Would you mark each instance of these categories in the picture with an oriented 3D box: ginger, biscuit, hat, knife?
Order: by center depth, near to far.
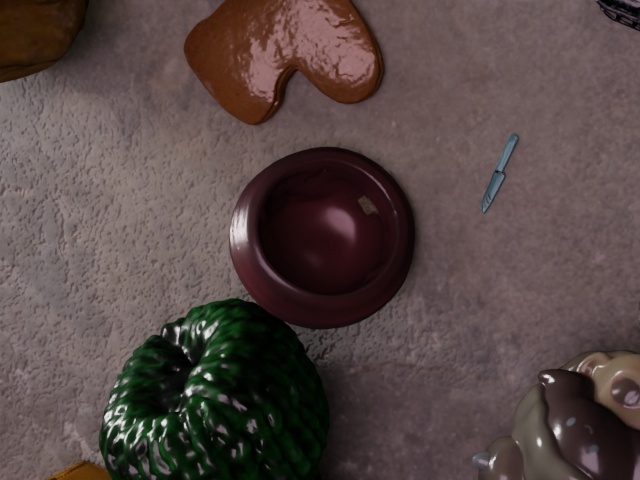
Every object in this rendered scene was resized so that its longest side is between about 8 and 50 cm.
[{"bbox_3d":[0.190,-0.070,1.654,0.014,0.005,0.091,27,102,17],"label":"knife"},{"bbox_3d":[0.000,0.000,1.663,0.205,0.089,0.205,3,73,-12],"label":"hat"},{"bbox_3d":[-0.075,0.250,1.665,0.242,0.274,0.332,-21,115,29],"label":"hat"},{"bbox_3d":[-0.039,-0.201,1.707,0.192,0.036,0.186,-38,83,18],"label":"biscuit"},{"bbox_3d":[-0.388,-0.272,1.725,0.269,0.223,0.200,-3,96,16],"label":"ginger"}]

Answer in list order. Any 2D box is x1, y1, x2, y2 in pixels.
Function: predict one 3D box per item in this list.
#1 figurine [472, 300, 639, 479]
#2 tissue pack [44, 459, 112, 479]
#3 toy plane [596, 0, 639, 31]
[{"bbox_3d":[0.329,0.158,1.536,0.248,0.203,0.380,32,90,-2],"label":"figurine"},{"bbox_3d":[-0.209,0.395,1.748,0.274,0.145,0.194,22,98,15],"label":"tissue pack"},{"bbox_3d":[0.349,-0.245,1.567,0.197,0.053,0.078,25,92,19],"label":"toy plane"}]
